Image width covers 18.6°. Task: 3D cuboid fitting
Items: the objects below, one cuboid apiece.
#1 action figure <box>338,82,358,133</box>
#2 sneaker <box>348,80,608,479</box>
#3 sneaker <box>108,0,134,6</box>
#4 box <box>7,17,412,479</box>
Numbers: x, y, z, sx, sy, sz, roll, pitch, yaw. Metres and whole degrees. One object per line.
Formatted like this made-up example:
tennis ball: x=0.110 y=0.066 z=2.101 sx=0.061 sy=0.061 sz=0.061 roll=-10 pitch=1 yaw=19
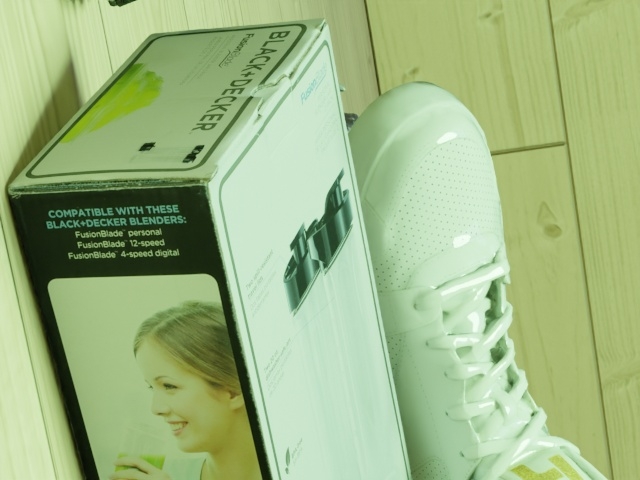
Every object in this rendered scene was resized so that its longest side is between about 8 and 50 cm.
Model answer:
action figure: x=0.000 y=0.000 z=1.177 sx=0.185 sy=0.099 sz=0.285 roll=69 pitch=-3 yaw=-51
sneaker: x=0.088 y=0.075 z=0.963 sx=0.169 sy=0.108 sz=0.292 roll=36 pitch=-40 yaw=44
sneaker: x=-0.079 y=-0.238 z=0.959 sx=0.330 sy=0.130 sz=0.147 roll=-93 pitch=157 yaw=-51
box: x=-0.034 y=0.067 z=0.859 sx=0.169 sy=0.087 sz=0.290 roll=-60 pitch=144 yaw=-57
